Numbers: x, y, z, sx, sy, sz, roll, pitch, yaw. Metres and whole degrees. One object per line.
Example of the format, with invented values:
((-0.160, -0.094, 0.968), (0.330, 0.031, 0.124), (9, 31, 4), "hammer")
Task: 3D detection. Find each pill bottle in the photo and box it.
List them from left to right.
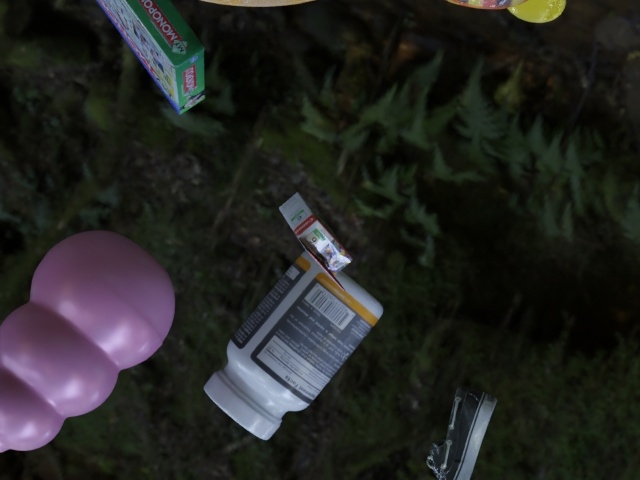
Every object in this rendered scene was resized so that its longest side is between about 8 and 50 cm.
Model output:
((-0.045, 0.163, 1.748), (0.162, 0.278, 0.162), (40, 178, 1), "pill bottle")

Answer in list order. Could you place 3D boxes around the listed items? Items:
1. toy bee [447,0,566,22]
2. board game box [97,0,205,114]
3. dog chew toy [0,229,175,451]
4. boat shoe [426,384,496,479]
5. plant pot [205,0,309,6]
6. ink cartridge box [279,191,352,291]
((0.210, -0.254, 0.838), (0.162, 0.298, 0.195), (44, 174, 17), "toy bee")
((-0.248, -0.315, 1.357), (0.317, 0.046, 0.213), (54, 170, 3), "board game box")
((-0.354, 0.147, 1.552), (0.206, 0.332, 0.206), (33, 161, 13), "dog chew toy")
((0.200, 0.328, 1.697), (0.070, 0.219, 0.078), (19, 180, 10), "boat shoe")
((-0.046, -0.295, 0.762), (0.205, 0.205, 0.188), (21, 137, 17), "plant pot")
((0.000, 0.000, 1.122), (0.063, 0.029, 0.115), (48, -177, -29), "ink cartridge box")
